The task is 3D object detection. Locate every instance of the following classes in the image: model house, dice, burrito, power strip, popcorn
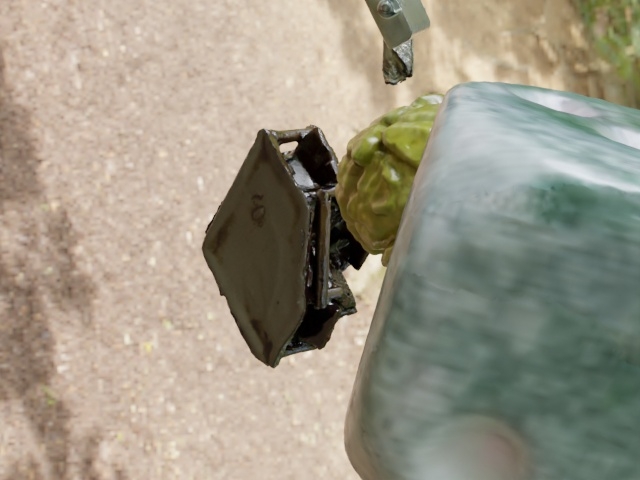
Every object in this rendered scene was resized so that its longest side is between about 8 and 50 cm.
[{"bbox_3d":[0.000,0.000,1.827,0.282,0.297,0.317,-9,63,-52],"label":"model house"},{"bbox_3d":[0.222,0.069,0.939,0.328,0.348,0.330,-65,172,-69],"label":"dice"},{"bbox_3d":[0.122,-0.328,1.750,0.042,0.051,0.171,60,31,-75],"label":"burrito"},{"bbox_3d":[0.066,-0.203,0.978,0.060,0.027,0.252,62,15,-6],"label":"power strip"},{"bbox_3d":[0.145,-0.050,1.233,0.259,0.259,0.212,51,38,-60],"label":"popcorn"}]
